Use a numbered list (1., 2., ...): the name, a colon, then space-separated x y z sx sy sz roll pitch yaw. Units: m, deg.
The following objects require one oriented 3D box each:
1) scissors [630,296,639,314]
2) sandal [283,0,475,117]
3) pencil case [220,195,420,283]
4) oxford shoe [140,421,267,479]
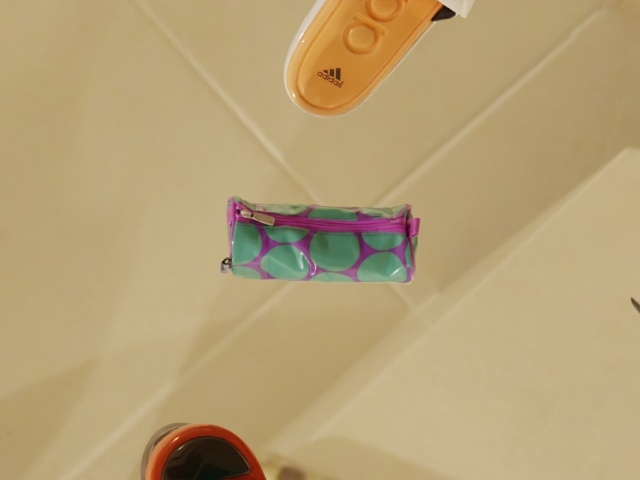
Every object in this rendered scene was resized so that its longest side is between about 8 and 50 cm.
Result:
1. scissors: 0.457 0.153 1.309 0.109 0.297 0.021 -19 126 9
2. sandal: 0.062 -0.177 0.771 0.102 0.076 0.265 24 121 -17
3. pencil case: 0.000 0.000 0.869 0.152 0.064 0.070 2 150 2
4. oxford shoe: -0.051 0.247 0.747 0.098 0.097 0.271 -10 96 70
